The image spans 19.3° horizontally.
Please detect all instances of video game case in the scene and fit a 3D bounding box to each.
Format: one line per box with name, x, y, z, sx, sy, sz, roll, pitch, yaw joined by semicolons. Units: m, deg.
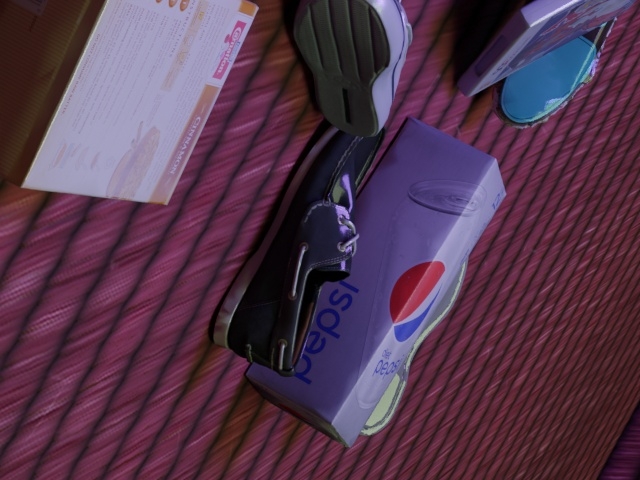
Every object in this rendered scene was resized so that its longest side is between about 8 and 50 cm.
video game case;0.235;-0.211;1.725;0.201;0.023;0.183;-30;173;-20

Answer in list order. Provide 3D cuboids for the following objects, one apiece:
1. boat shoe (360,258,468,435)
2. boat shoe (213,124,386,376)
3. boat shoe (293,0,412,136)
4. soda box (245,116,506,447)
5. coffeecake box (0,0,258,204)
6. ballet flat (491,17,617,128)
boat shoe;0.067;0.076;1.832;0.081;0.068;0.228;32;84;-35
boat shoe;0.000;0.000;1.551;0.233;0.079;0.084;-62;159;-3
boat shoe;0.028;-0.160;1.429;0.226;0.083;0.076;97;15;-69
soda box;0.054;0.037;1.700;0.286;0.098;0.091;-57;159;-11
coffeecake box;-0.127;-0.102;1.117;0.142;0.068;0.185;-65;160;7
ballet flat;0.245;-0.212;1.874;0.241;0.091;0.077;-55;-168;-5
